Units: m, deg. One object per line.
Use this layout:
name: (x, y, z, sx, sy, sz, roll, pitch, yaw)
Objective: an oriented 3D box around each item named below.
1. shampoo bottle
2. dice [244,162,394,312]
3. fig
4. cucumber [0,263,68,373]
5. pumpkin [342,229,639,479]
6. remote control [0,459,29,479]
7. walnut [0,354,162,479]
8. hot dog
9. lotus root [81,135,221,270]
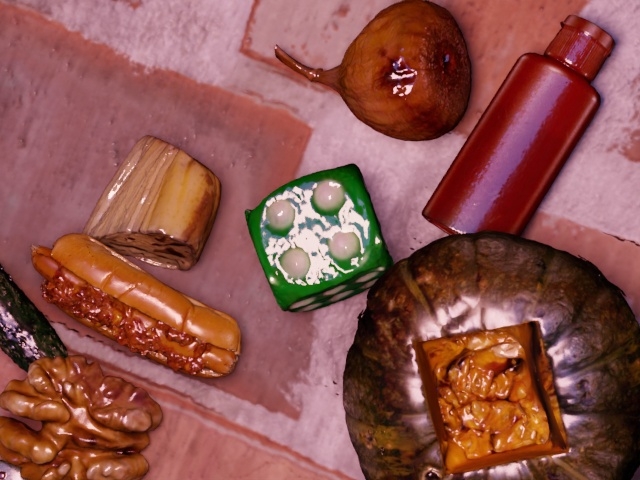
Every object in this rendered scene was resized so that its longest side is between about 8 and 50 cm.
shampoo bottle: (0.214, -0.110, 1.875, 0.102, 0.064, 0.260, 32, 86, 6)
dice: (0.000, 0.000, 1.848, 0.128, 0.131, 0.120, -21, 81, 1)
fig: (0.052, -0.167, 1.884, 0.201, 0.134, 0.146, -8, 52, 25)
cucumber: (-0.348, 0.059, 1.910, 0.067, 0.067, 0.245, -41, 79, 0)
pumpkin: (0.174, 0.142, 1.776, 0.320, 0.192, 0.320, 0, 91, 9)
remote control: (-0.413, 0.262, 1.903, 0.222, 0.042, 0.072, 3, 83, 5)
walnut: (-0.251, 0.193, 1.863, 0.170, 0.069, 0.143, 12, 99, -9)
hot dog: (-0.199, 0.074, 1.877, 0.249, 0.102, 0.076, 30, 50, 6)
lotus root: (-0.161, -0.032, 1.897, 0.159, 0.095, 0.135, 15, 76, 48)
